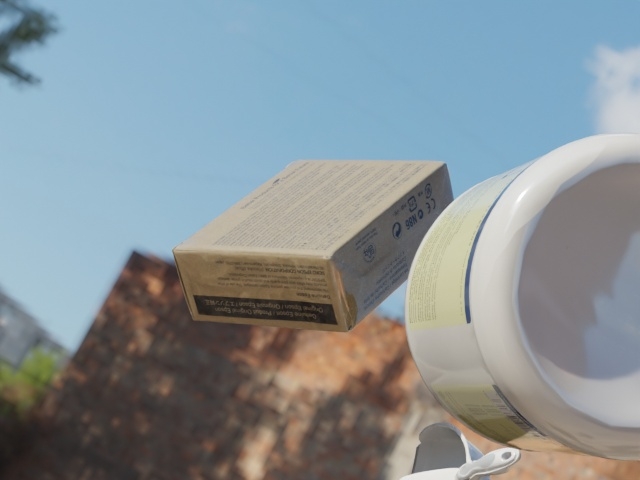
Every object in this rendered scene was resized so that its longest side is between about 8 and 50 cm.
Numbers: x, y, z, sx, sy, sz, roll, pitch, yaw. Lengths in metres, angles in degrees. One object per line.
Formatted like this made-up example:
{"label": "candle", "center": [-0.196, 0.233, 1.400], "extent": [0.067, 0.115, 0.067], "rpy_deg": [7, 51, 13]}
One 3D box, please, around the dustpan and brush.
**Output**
{"label": "dustpan and brush", "center": [0.127, 0.226, 1.699], "extent": [0.060, 0.147, 0.211], "rpy_deg": [32, -32, -29]}

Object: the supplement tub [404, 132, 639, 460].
{"label": "supplement tub", "center": [0.197, 0.050, 1.423], "extent": [0.235, 0.235, 0.325], "rpy_deg": [30, -9, -6]}

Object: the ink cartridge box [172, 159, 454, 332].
{"label": "ink cartridge box", "center": [0.000, 0.000, 1.831], "extent": [0.193, 0.235, 0.088], "rpy_deg": [2, -64, 36]}
